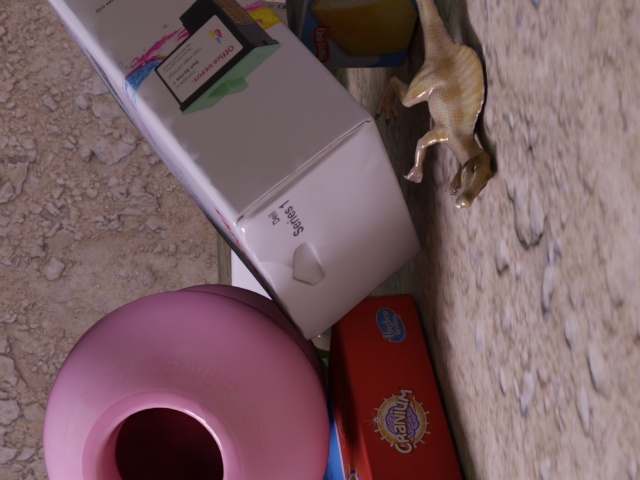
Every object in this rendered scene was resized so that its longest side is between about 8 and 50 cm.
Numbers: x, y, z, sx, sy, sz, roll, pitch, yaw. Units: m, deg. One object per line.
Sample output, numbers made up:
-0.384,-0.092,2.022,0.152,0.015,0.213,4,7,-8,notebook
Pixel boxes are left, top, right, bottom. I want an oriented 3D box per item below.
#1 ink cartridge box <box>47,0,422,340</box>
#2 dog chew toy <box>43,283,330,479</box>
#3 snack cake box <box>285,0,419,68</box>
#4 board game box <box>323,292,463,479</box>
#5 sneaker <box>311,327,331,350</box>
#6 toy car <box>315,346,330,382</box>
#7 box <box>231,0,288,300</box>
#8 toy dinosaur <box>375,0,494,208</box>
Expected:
-0.063,-0.090,1.051,0.278,0.117,0.201,50,174,29,ink cartridge box
-0.085,0.127,1.122,0.332,0.206,0.207,-49,-43,-79,dog chew toy
0.027,-0.251,1.005,0.264,0.089,0.152,104,162,-64,snack cake box
0.057,0.234,1.070,0.317,0.064,0.242,-102,12,-47,board game box
0.000,0.000,1.359,0.086,0.064,0.192,91,175,-57,sneaker
-0.040,0.184,1.483,0.149,0.155,0.188,95,156,-45,toy car
-0.051,-0.075,1.503,0.322,0.058,0.232,-82,-5,-56,box
0.077,-0.096,0.917,0.092,0.053,0.183,132,128,-58,toy dinosaur
